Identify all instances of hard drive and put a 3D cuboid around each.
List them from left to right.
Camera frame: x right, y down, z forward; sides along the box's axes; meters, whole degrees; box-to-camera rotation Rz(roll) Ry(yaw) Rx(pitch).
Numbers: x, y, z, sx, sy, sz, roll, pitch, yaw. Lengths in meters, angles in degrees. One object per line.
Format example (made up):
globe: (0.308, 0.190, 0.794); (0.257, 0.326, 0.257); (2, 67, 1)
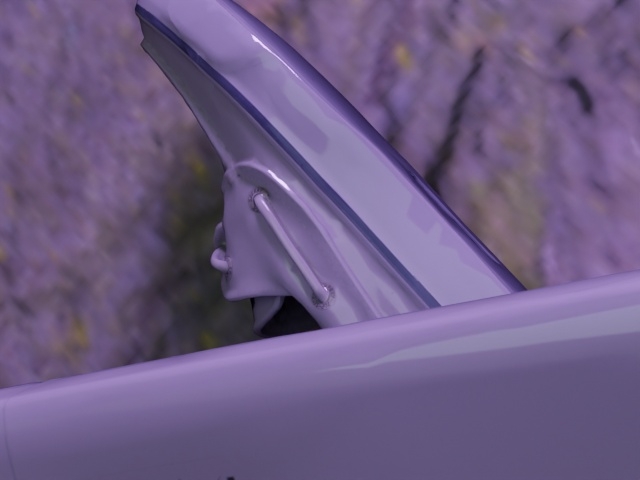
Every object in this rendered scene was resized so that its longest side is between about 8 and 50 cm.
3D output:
hard drive: (0.053, 0.138, 0.560); (0.353, 0.047, 0.233); (-12, 95, 21)

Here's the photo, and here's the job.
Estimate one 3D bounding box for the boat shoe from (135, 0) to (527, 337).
boat shoe: (0.000, 0.000, 0.629); (0.084, 0.095, 0.258); (-45, 66, 7)
